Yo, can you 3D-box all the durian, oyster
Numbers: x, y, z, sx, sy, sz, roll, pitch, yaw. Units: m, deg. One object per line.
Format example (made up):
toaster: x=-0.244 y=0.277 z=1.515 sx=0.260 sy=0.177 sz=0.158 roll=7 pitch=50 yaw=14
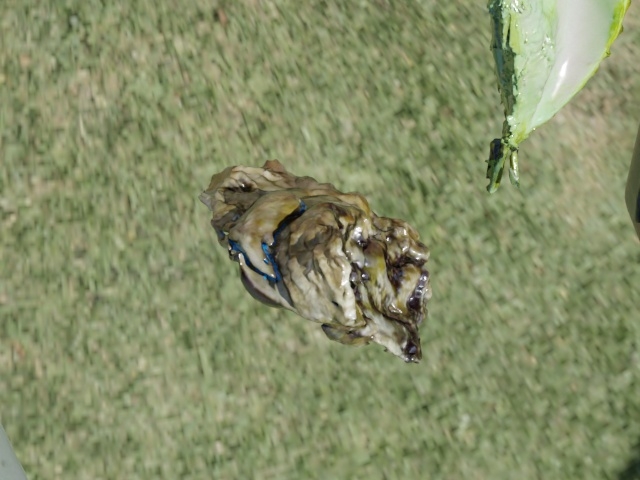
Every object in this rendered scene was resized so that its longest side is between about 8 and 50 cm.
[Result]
durian: x=0.113 y=-0.126 z=0.951 sx=0.100 sy=0.086 sz=0.215 roll=-46 pitch=144 yaw=-34
oyster: x=0.000 y=0.000 z=1.275 sx=0.083 sy=0.223 sz=0.214 roll=-53 pitch=150 yaw=13

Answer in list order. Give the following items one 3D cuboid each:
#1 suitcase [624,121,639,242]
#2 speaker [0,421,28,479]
suitcase: x=0.347 y=-0.074 z=1.213 sx=0.236 sy=0.161 sz=0.297 roll=-14 pitch=148 yaw=-10
speaker: x=-0.257 y=0.208 z=1.006 sx=0.183 sy=0.184 sz=0.406 roll=-29 pitch=82 yaw=17
